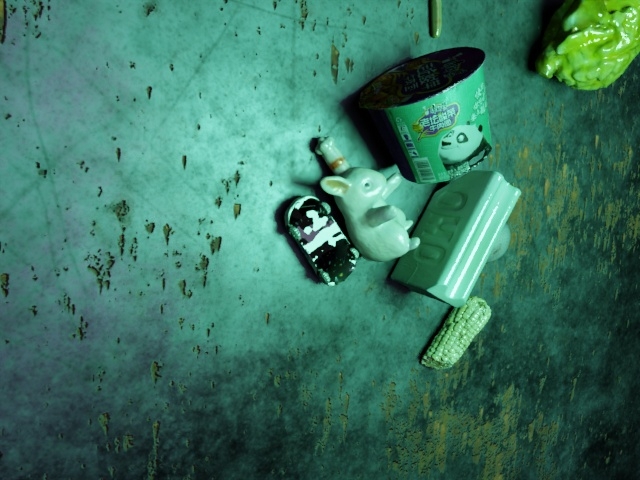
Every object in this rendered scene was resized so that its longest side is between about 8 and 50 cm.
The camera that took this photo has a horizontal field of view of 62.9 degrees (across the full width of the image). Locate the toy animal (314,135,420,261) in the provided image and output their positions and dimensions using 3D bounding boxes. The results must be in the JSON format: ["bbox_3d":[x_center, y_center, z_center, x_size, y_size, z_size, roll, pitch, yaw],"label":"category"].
[{"bbox_3d":[0.096,-0.085,1.047,0.138,0.140,0.282,-18,118,18],"label":"toy animal"}]

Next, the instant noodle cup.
[{"bbox_3d":[0.225,-0.242,1.045,0.251,0.251,0.190,-37,122,-18],"label":"instant noodle cup"}]

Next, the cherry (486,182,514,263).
[{"bbox_3d":[0.374,-0.025,1.208,0.148,0.115,0.188,-6,139,4],"label":"cherry"}]

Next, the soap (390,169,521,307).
[{"bbox_3d":[0.291,-0.010,1.146,0.095,0.173,0.289,32,83,-28],"label":"soap"}]

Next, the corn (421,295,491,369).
[{"bbox_3d":[0.330,0.226,1.259,0.087,0.087,0.211,42,77,-27],"label":"corn"}]

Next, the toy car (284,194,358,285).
[{"bbox_3d":[0.000,0.000,1.059,0.095,0.056,0.204,-40,111,-17],"label":"toy car"}]

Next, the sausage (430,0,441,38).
[{"bbox_3d":[0.249,-0.506,1.126,0.024,0.024,0.132,-11,103,-26],"label":"sausage"}]

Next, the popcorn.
[{"bbox_3d":[0.632,-0.477,1.242,0.252,0.206,0.236,-19,125,-6],"label":"popcorn"}]
